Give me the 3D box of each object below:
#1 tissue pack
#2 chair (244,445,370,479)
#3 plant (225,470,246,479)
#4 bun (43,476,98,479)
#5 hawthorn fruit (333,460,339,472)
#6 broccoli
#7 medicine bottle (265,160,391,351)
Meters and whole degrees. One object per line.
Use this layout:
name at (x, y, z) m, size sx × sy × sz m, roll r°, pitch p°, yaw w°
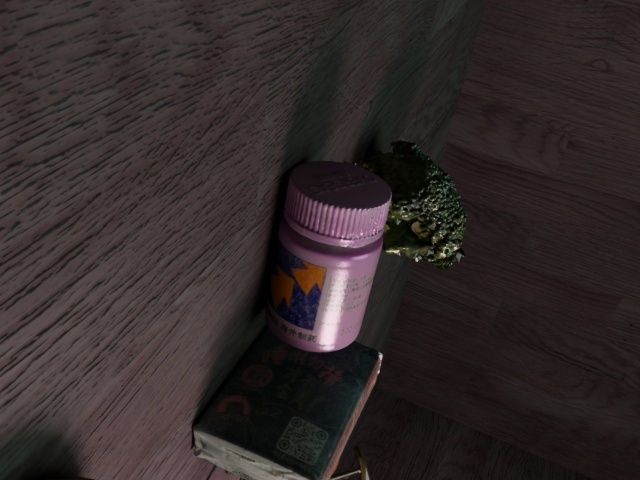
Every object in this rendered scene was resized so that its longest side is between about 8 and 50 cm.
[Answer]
tissue pack at (-0.046, 0.281, 1.107) m, size 0.315 × 0.228 × 0.103 m, roll -53°, pitch 158°, yaw -51°
chair at (-0.062, 0.437, 1.135) m, size 0.166 × 0.272 × 0.188 m, roll -124°, pitch -140°, yaw -51°
plant at (-0.083, 0.412, 1.332) m, size 0.274 × 0.146 × 0.149 m, roll -52°, pitch 168°, yaw -28°
bun at (-0.259, 0.392, 0.598) m, size 0.299 × 0.165 × 0.299 m, roll 20°, pitch 90°, yaw -74°
hawthorn fruit at (-0.042, 0.470, 1.509) m, size 0.196 × 0.196 × 0.225 m, roll 91°, pitch 8°, yaw -53°
broccoli at (0.202, -0.074, 1.473) m, size 0.317 × 0.338 × 0.277 m, roll -41°, pitch 125°, yaw -20°
medicine bottle at (0.009, 0.028, 1.068) m, size 0.178 × 0.178 × 0.290 m, roll -49°, pitch 155°, yaw -55°
